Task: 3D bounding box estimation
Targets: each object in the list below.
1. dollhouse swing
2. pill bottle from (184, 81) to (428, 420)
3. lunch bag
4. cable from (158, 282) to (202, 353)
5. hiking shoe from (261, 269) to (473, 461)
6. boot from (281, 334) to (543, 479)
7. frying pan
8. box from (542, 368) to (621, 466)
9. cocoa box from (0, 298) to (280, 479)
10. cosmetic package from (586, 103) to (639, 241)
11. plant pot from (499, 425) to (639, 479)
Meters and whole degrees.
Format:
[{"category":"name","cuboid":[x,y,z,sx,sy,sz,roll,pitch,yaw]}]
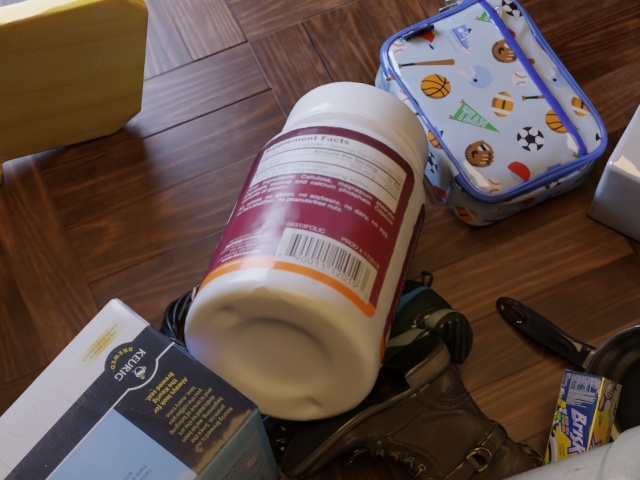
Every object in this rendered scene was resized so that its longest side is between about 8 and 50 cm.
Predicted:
[{"category":"dollhouse swing","cuboid":[-0.431,-0.268,1.777,0.305,0.347,0.315,-32,70,-24]},{"category":"pill bottle","cuboid":[0.000,0.000,1.675,0.224,0.224,0.392,15,45,6]},{"category":"lunch bag","cuboid":[0.226,-0.184,1.874,0.243,0.115,0.303,-24,70,-14]},{"category":"cable","cuboid":[-0.115,0.118,1.749,0.150,0.047,0.184,-26,57,-16]},{"category":"hiking shoe","cuboid":[0.038,0.162,1.737,0.304,0.113,0.132,-29,39,-6]},{"category":"boot","cuboid":[0.111,0.262,1.646,0.263,0.091,0.229,-35,107,-5]},{"category":"frying pan","cuboid":[0.354,0.190,1.732,0.326,0.053,0.197,10,93,38]},{"category":"box","cuboid":[0.307,0.244,1.681,0.054,0.059,0.169,9,81,36]},{"category":"cocoa box","cuboid":[-0.243,0.292,1.573,0.228,0.231,0.347,33,68,22]},{"category":"cosmetic package","cuboid":[0.600,-0.047,1.790,0.453,0.161,0.230,29,69,11]},{"category":"plant pot","cuboid":[0.275,0.362,1.502,0.305,0.334,0.334,-16,62,31]}]
